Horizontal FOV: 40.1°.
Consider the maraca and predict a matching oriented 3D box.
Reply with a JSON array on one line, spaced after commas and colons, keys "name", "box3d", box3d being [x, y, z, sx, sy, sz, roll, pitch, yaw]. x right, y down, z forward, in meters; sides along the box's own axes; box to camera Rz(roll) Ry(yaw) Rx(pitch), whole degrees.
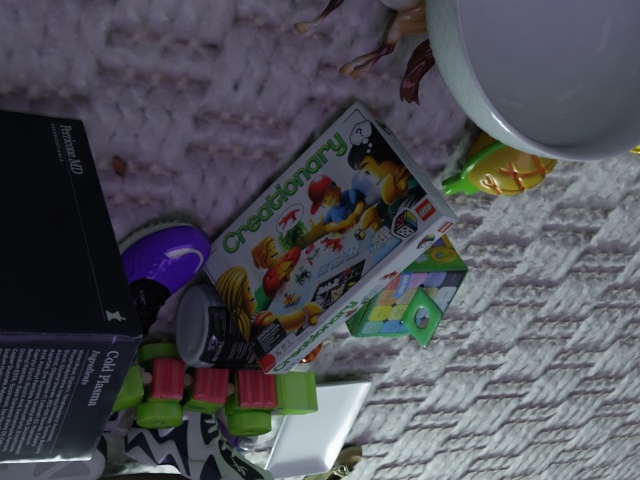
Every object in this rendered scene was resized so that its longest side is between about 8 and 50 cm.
[{"name": "maraca", "box3d": [0.246, -0.105, 1.193, 0.127, 0.099, 0.186, 2, 156, -35]}]

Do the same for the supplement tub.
[{"name": "supplement tub", "box3d": [-0.097, 0.124, 1.235, 0.190, 0.117, 0.117, 8, 129, -33]}]

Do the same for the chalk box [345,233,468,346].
[{"name": "chalk box", "box3d": [0.097, 0.045, 1.178, 0.132, 0.213, 0.132, 1, 132, -27]}]

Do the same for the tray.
[{"name": "tray", "box3d": [-0.015, 0.331, 1.553, 0.145, 0.030, 0.270, -2, 133, -26]}]

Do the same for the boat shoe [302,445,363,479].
[{"name": "boat shoe", "box3d": [0.025, 0.451, 1.679, 0.153, 0.048, 0.056, -38, 137, 14]}]

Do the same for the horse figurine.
[{"name": "horse figurine", "box3d": [0.066, -0.263, 0.963, 0.174, 0.066, 0.263, -34, 136, 18]}]

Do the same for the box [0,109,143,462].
[{"name": "box", "box3d": [-0.371, 0.026, 0.828, 0.312, 0.343, 0.179, 6, 128, -30]}]

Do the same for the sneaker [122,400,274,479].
[{"name": "sneaker", "box3d": [-0.166, 0.287, 1.332, 0.235, 0.153, 0.094, 18, 170, 3]}]

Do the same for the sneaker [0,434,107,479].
[{"name": "sneaker", "box3d": [-0.473, 0.372, 1.103, 0.447, 0.257, 0.169, 1, 139, -32]}]

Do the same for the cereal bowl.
[{"name": "cereal bowl", "box3d": [0.253, -0.255, 0.956, 0.339, 0.141, 0.339, -4, 99, -24]}]

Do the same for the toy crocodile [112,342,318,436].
[{"name": "toy crocodile", "box3d": [-0.157, 0.212, 1.258, 0.340, 0.115, 0.105, 9, 154, -23]}]

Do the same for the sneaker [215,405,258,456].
[{"name": "sneaker", "box3d": [-0.180, 0.355, 1.456, 0.104, 0.095, 0.236, 5, 125, -22]}]

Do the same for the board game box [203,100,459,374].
[{"name": "board game box", "box3d": [0.000, 0.000, 1.098, 0.305, 0.193, 0.053, -44, 153, 18]}]

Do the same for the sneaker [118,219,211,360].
[{"name": "sneaker", "box3d": [-0.251, 0.100, 1.111, 0.293, 0.146, 0.102, -34, 138, 9]}]

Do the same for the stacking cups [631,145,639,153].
[{"name": "stacking cups", "box3d": [0.332, -0.199, 1.147, 0.316, 0.096, 0.096, 14, 125, -33]}]

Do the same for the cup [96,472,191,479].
[{"name": "cup", "box3d": [-0.242, 0.497, 1.364, 0.237, 0.331, 0.331, -27, 139, 9]}]

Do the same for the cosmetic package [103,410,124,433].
[{"name": "cosmetic package", "box3d": [-0.394, 0.222, 1.230, 0.239, 0.060, 0.099, 8, 128, -32]}]
